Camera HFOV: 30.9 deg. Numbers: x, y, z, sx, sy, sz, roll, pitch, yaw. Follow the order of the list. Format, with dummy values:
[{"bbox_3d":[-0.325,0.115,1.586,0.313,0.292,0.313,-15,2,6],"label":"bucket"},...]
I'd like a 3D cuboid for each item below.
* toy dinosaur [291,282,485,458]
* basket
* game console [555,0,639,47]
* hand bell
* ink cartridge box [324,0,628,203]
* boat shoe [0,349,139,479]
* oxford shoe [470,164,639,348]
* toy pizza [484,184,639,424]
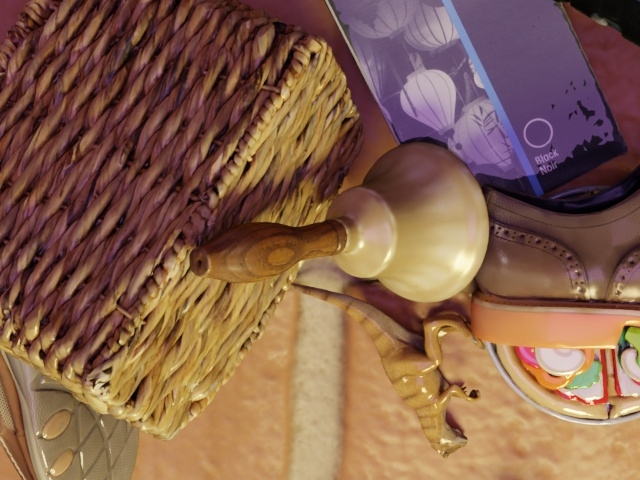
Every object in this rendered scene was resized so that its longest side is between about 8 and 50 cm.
[{"bbox_3d":[0.074,0.095,0.975,0.112,0.064,0.211,-34,100,9],"label":"toy dinosaur"},{"bbox_3d":[-0.135,-0.034,0.868,0.223,0.213,0.299,27,79,21],"label":"basket"},{"bbox_3d":[0.156,-0.279,0.734,0.250,0.173,0.293,9,120,-1],"label":"game console"},{"bbox_3d":[0.000,0.000,0.814,0.126,0.242,0.126,8,102,40],"label":"hand bell"},{"bbox_3d":[0.098,-0.181,0.915,0.165,0.065,0.333,-28,100,7],"label":"ink cartridge box"},{"bbox_3d":[-0.244,0.094,0.964,0.116,0.123,0.324,1,111,35],"label":"boat shoe"},{"bbox_3d":[0.292,0.004,0.861,0.363,0.130,0.133,-4,99,7],"label":"oxford shoe"},{"bbox_3d":[0.233,0.055,0.961,0.201,0.032,0.201,0,91,0],"label":"toy pizza"}]
